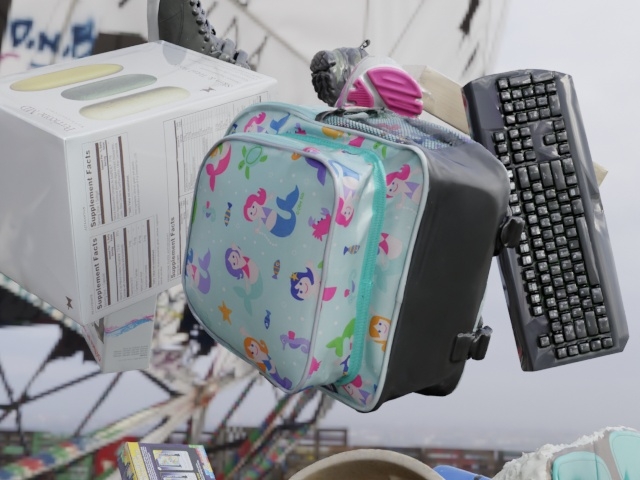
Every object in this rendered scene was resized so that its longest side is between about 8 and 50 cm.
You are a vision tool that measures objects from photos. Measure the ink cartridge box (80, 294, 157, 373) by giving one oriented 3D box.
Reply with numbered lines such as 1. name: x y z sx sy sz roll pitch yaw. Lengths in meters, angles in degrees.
1. ink cartridge box: -0.287 0.083 1.406 0.072 0.175 0.127 -4 29 -29

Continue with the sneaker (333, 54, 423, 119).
1. sneaker: 0.054 -0.101 1.129 0.103 0.252 0.111 15 34 -6

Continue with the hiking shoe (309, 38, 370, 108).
1. hiking shoe: 0.067 -0.185 1.486 0.114 0.226 0.086 -21 17 -23

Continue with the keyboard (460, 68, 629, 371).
1. keyboard: 0.203 -0.019 1.048 0.202 0.317 0.033 -12 -3 -1

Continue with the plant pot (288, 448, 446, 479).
1. plant pot: 0.099 0.440 1.066 0.334 0.333 0.305 -6 -36 39

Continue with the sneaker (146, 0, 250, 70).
1. sneaker: -0.167 -0.299 1.398 0.147 0.295 0.104 8 35 0

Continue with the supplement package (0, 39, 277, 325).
1. supplement package: -0.206 -0.075 1.042 0.199 0.198 0.263 25 35 37

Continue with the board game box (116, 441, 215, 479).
1. board game box: -0.231 0.397 1.552 0.141 0.048 0.170 10 32 -31

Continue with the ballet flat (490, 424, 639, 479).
1. ballet flat: 0.398 0.358 1.495 0.147 0.147 0.409 -8 -14 44

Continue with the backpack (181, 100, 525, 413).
1. backpack: 0.000 0.000 0.791 0.191 0.225 0.253 -1 19 -35

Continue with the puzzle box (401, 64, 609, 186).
1. puzzle box: 0.236 -0.168 1.427 0.272 0.052 0.409 29 9 -4

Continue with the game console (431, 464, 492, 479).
1. game console: 0.225 0.532 1.577 0.250 0.173 0.293 9 31 40
